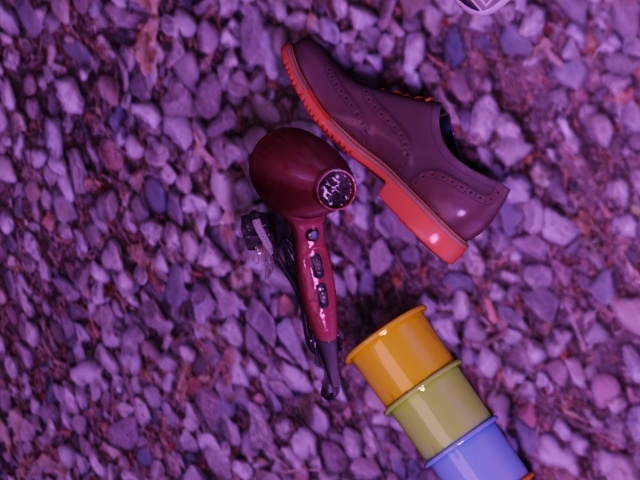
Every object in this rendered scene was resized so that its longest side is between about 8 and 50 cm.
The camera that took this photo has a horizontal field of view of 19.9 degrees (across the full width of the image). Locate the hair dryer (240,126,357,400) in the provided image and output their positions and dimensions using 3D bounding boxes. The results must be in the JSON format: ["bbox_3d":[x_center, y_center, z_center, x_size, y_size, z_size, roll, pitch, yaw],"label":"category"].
[{"bbox_3d":[0.000,0.000,1.700,0.224,0.080,0.293,61,164,24],"label":"hair dryer"}]

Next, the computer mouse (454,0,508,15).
[{"bbox_3d":[0.181,-0.272,1.566,0.106,0.042,0.193,51,123,9],"label":"computer mouse"}]

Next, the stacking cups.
[{"bbox_3d":[0.144,0.215,1.707,0.096,0.096,0.316,-41,77,39],"label":"stacking cups"}]

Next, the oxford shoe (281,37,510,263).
[{"bbox_3d":[0.068,-0.104,1.693,0.098,0.097,0.271,-44,70,9],"label":"oxford shoe"}]
